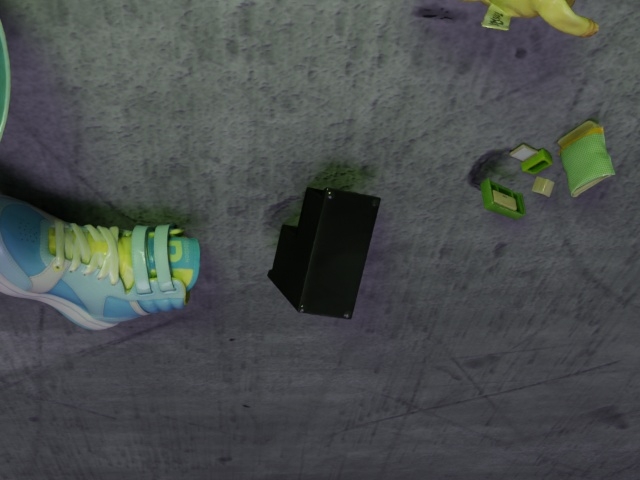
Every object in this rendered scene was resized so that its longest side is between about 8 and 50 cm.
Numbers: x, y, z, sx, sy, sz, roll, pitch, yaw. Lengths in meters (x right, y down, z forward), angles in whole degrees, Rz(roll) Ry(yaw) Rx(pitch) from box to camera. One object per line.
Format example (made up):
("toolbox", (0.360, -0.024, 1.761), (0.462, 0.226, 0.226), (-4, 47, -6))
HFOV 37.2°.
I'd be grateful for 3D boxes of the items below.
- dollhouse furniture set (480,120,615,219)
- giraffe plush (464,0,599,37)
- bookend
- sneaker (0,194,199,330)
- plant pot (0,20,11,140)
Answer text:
("dollhouse furniture set", (0.262, -0.082, 1.113), (0.058, 0.076, 0.151), (19, 143, -32))
("giraffe plush", (0.153, -0.270, 0.738), (0.181, 0.210, 0.171), (10, 116, -9))
("bookend", (0.000, 0.000, 1.209), (0.072, 0.156, 0.157), (9, -170, -20))
("sneaker", (-0.272, 0.011, 1.177), (0.208, 0.127, 0.319), (-12, 157, 18))
("plant pot", (-0.441, -0.143, 0.807), (0.290, 0.290, 0.195), (28, 170, -41))
